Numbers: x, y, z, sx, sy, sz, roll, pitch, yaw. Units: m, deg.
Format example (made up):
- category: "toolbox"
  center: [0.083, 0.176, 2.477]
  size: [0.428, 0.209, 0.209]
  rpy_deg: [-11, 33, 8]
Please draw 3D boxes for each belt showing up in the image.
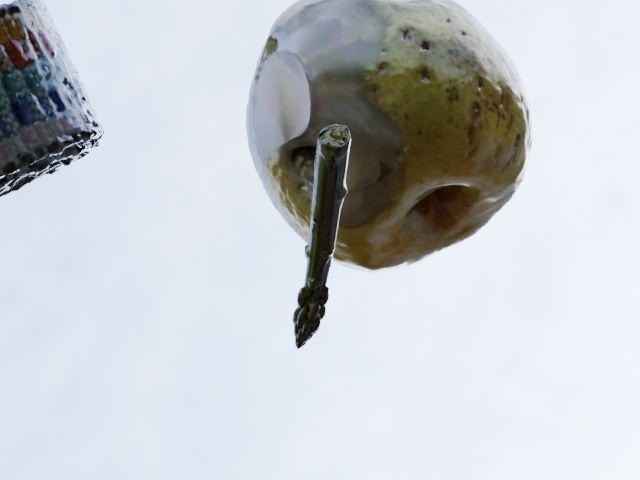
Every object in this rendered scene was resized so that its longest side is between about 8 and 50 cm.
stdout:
- category: "belt"
  center: [-0.325, -0.092, 1.513]
  size: [0.295, 0.207, 0.160]
  rpy_deg: [-22, -86, 28]

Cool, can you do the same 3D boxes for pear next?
- category: "pear"
  center: [0.057, -0.110, 1.708]
  size: [0.271, 0.271, 0.271]
  rpy_deg: [-1, -43, -1]

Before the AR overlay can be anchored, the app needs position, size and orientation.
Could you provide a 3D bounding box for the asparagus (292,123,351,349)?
- category: "asparagus"
  center: [0.000, 0.000, 0.720]
  size: [0.015, 0.014, 0.114]
  rpy_deg: [-27, -35, -28]
